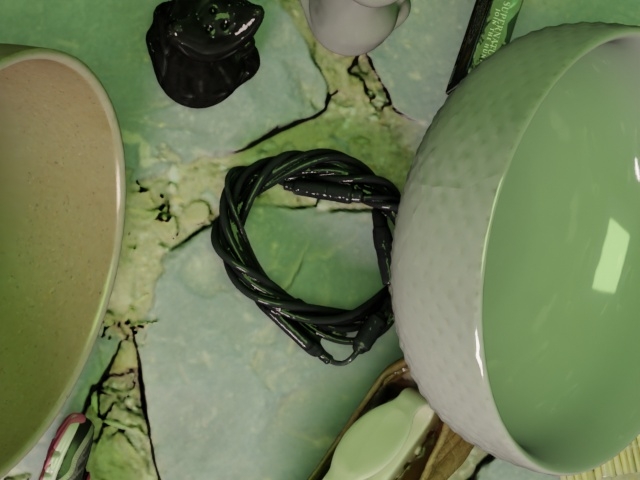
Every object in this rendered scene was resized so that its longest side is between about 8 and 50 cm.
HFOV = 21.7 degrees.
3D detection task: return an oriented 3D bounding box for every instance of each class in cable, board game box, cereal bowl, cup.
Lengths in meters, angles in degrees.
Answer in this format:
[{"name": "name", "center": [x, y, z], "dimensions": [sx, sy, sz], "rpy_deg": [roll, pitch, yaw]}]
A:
[{"name": "cable", "center": [0.000, 0.000, 1.349], "dimensions": [0.184, 0.047, 0.150], "rpy_deg": [44, 85, -4]}, {"name": "board game box", "center": [0.147, -0.206, 1.326], "dimensions": [0.026, 0.126, 0.186], "rpy_deg": [19, 88, -3]}, {"name": "cereal bowl", "center": [0.162, 0.000, 1.251], "dimensions": [0.339, 0.141, 0.338], "rpy_deg": [-16, 112, -47]}, {"name": "cup", "center": [-0.324, 0.000, 1.205], "dimensions": [0.237, 0.331, 0.331], "rpy_deg": [15, 88, 21]}]

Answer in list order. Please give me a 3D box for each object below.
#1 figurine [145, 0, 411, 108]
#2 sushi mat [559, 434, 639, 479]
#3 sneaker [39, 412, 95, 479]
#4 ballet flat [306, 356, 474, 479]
[{"name": "figurine", "center": [-0.023, -0.175, 1.264], "dimensions": [0.215, 0.209, 0.092], "rpy_deg": [-19, 92, -7]}, {"name": "sushi mat", "center": [0.243, 0.039, 1.392], "dimensions": [0.151, 0.019, 0.316], "rpy_deg": [-11, 91, -6]}, {"name": "sneaker", "center": [-0.190, 0.221, 1.320], "dimensions": [0.075, 0.063, 0.170], "rpy_deg": [11, 94, -6]}, {"name": "ballet flat", "center": [0.015, 0.223, 1.305], "dimensions": [0.116, 0.124, 0.342], "rpy_deg": [35, 86, 26]}]
